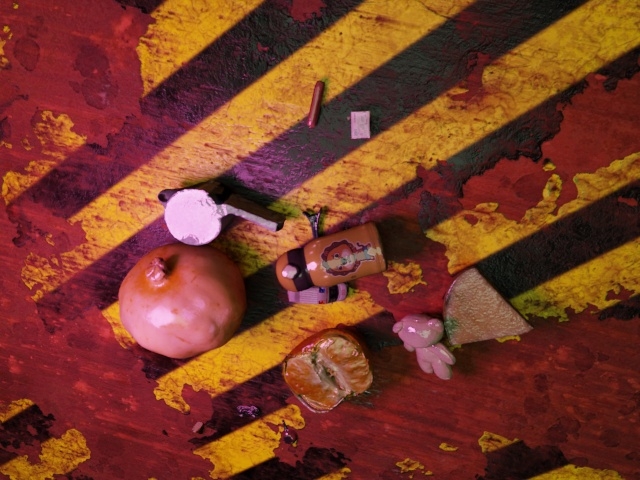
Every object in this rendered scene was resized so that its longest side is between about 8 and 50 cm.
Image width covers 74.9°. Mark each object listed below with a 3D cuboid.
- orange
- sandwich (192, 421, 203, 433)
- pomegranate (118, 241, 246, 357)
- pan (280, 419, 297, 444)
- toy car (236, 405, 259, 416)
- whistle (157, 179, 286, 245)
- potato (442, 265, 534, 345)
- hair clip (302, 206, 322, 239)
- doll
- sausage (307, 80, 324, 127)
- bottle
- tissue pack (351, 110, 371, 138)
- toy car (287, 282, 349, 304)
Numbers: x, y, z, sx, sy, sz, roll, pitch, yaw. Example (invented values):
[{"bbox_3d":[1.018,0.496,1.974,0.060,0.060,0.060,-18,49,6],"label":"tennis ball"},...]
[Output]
[{"bbox_3d":[0.030,0.450,1.479,0.335,0.196,0.262,-40,82,12],"label":"orange"},{"bbox_3d":[-0.502,0.771,1.721,0.031,0.043,0.083,17,150,7],"label":"sandwich"},{"bbox_3d":[-0.454,0.184,1.371,0.413,0.411,0.410,2,106,7],"label":"pomegranate"},{"bbox_3d":[-0.137,0.774,1.679,0.069,0.023,0.115,-16,103,13],"label":"pan"},{"bbox_3d":[-0.290,0.683,1.673,0.094,0.025,0.041,-3,107,12],"label":"toy car"},{"bbox_3d":[-0.324,-0.104,1.385,0.406,0.168,0.188,-7,106,5],"label":"whistle"},{"bbox_3d":[0.527,0.192,1.381,0.270,0.112,0.254,-15,101,14],"label":"potato"},{"bbox_3d":[0.000,0.000,1.441,0.070,0.039,0.229,-12,108,10],"label":"hair clip"},{"bbox_3d":[0.369,0.357,1.443,0.175,0.149,0.277,-13,117,22],"label":"doll"},{"bbox_3d":[-0.015,-0.428,1.319,0.030,0.035,0.146,8,107,-16],"label":"sausage"},{"bbox_3d":[0.029,0.068,1.354,0.352,0.171,0.171,-18,103,3],"label":"bottle"},{"bbox_3d":[0.127,-0.364,1.313,0.062,0.042,0.083,-1,105,10],"label":"tissue pack"},{"bbox_3d":[-0.007,0.174,1.448,0.210,0.108,0.089,5,106,6],"label":"toy car"}]
